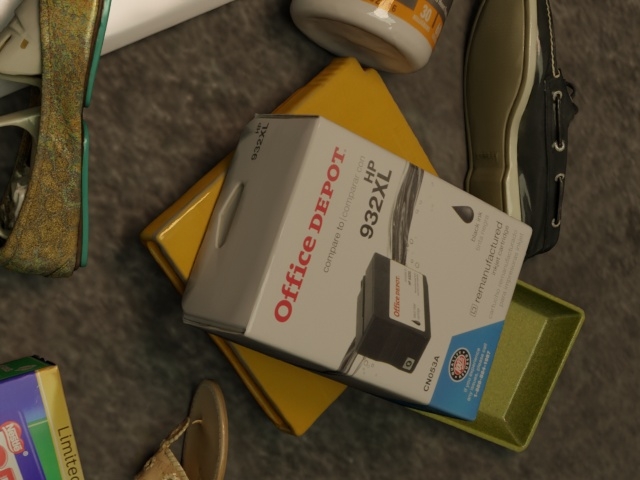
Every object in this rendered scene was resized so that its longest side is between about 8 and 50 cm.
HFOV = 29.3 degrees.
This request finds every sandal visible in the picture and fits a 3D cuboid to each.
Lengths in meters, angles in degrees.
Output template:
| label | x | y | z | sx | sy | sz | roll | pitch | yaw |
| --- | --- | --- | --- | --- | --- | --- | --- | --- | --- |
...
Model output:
| label | x | y | z | sx | sy | sz | roll | pitch | yaw |
| --- | --- | --- | --- | --- | --- | --- | --- | --- | --- |
| sandal | -0.157 | 0.263 | 1.270 | 0.079 | 0.088 | 0.240 | 5 | 96 | -32 |

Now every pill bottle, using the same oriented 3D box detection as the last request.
| label | x | y | z | sx | sy | sz | roll | pitch | yaw |
| --- | --- | --- | --- | --- | --- | --- | --- | --- | --- |
| pill bottle | 0.087 | -0.333 | 1.313 | 0.162 | 0.162 | 0.278 | 25 | 82 | -25 |

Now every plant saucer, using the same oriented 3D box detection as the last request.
| label | x | y | z | sx | sy | sz | roll | pitch | yaw |
| --- | --- | --- | --- | --- | --- | --- | --- | --- | --- |
| plant saucer | 0.197 | 0.133 | 1.448 | 0.188 | 0.045 | 0.188 | 24 | 90 | -25 |

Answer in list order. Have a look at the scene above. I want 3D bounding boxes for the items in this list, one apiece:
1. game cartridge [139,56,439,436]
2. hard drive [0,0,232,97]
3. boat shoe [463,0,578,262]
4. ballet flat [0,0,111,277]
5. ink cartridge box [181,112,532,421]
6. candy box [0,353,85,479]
| label | x | y | z | sx | sy | sz | roll | pitch | yaw |
| --- | --- | --- | --- | --- | --- | --- | --- | --- | --- |
| game cartridge | 0.000 | 0.000 | 1.323 | 0.324 | 0.053 | 0.285 | -45 | 117 | -26 |
| hard drive | -0.237 | -0.293 | 1.224 | 0.319 | 0.040 | 0.210 | -27 | 105 | -22 |
| boat shoe | 0.244 | -0.139 | 1.420 | 0.113 | 0.127 | 0.340 | -3 | 96 | -27 |
| ballet flat | -0.263 | -0.128 | 1.150 | 0.123 | 0.123 | 0.348 | 0 | 111 | -26 |
| ink cartridge box | 0.044 | 0.032 | 1.245 | 0.307 | 0.129 | 0.223 | 24 | 80 | -34 |
| candy box | -0.377 | 0.278 | 1.146 | 0.317 | 0.122 | 0.268 | -16 | 99 | -25 |
